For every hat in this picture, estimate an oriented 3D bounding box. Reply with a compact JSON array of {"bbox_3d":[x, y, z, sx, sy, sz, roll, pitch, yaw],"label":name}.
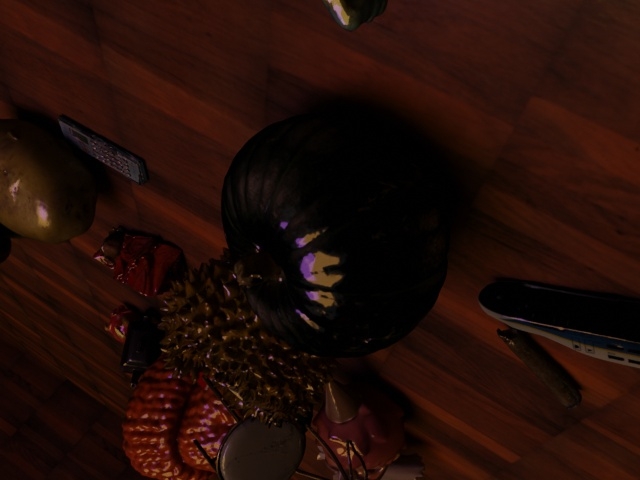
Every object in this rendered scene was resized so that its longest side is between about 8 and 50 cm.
[{"bbox_3d":[-0.193,0.387,1.179,0.400,0.285,0.285,4,135,25],"label":"hat"}]

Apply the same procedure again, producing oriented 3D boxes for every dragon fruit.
[{"bbox_3d":[-0.333,0.024,1.043,0.192,0.122,0.092,21,104,29],"label":"dragon fruit"},{"bbox_3d":[-0.462,0.213,1.355,0.086,0.081,0.116,-24,113,41],"label":"dragon fruit"}]

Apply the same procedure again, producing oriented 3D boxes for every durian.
[{"bbox_3d":[-0.084,0.124,0.773,0.258,0.258,0.293,29,161,13],"label":"durian"}]

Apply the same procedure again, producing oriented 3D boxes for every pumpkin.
[{"bbox_3d":[0.000,0.000,0.554,0.250,0.216,0.249,21,120,41],"label":"pumpkin"}]

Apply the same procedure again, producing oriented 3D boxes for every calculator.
[{"bbox_3d":[-0.345,-0.141,0.881,0.172,0.018,0.057,30,144,14],"label":"calculator"}]

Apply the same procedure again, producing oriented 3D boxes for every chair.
[{"bbox_3d":[-0.078,0.327,0.863,0.170,0.159,0.326,6,-171,-28],"label":"chair"}]

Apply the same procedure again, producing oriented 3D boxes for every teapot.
[{"bbox_3d":[-0.405,0.242,1.262,0.087,0.177,0.096,9,165,-8],"label":"teapot"}]

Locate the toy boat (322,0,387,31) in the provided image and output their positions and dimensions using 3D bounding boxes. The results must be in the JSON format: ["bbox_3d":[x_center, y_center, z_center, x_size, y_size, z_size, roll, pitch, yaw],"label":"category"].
[{"bbox_3d":[-0.070,-0.253,0.408,0.276,0.111,0.084,31,140,12],"label":"toy boat"}]

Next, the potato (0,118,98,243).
[{"bbox_3d":[-0.483,-0.101,0.934,0.228,0.148,0.197,13,127,21],"label":"potato"}]

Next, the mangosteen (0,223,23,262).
[{"bbox_3d":[-0.857,-0.032,1.241,0.313,0.297,0.297,30,146,18],"label":"mangosteen"}]

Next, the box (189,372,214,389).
[{"bbox_3d":[-0.167,0.191,1.016,0.050,0.123,0.229,44,148,8],"label":"box"}]

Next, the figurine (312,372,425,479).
[{"bbox_3d":[0.068,0.349,0.946,0.207,0.166,0.387,15,142,26],"label":"figurine"}]

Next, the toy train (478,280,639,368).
[{"bbox_3d":[0.272,0.084,0.546,0.234,0.052,0.051,8,141,37],"label":"toy train"}]

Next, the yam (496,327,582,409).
[{"bbox_3d":[0.257,0.146,0.652,0.129,0.027,0.033,44,-175,-13],"label":"yam"}]
